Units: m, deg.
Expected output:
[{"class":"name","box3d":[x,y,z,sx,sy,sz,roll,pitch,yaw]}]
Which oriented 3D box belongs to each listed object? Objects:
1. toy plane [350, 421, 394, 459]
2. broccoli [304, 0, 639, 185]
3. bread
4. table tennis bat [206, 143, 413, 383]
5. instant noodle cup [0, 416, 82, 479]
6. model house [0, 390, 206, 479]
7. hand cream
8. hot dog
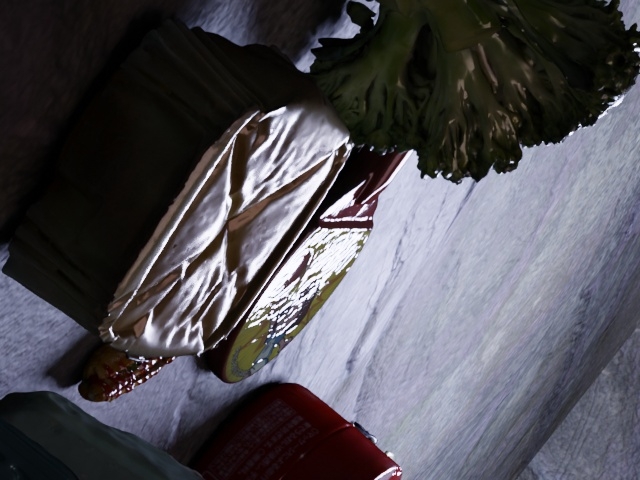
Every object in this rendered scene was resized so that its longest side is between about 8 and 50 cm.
[{"class":"toy plane","box3d":[0.041,0.264,2.308,0.092,0.108,0.286,-50,151,-6]},{"class":"broccoli","box3d":[0.105,-0.207,1.392,0.252,0.221,0.361,-12,152,-9]},{"class":"bread","box3d":[-0.092,-0.036,1.302,0.210,0.110,0.192,-58,157,13]},{"class":"table tennis bat","box3d":[0.000,0.000,1.764,0.310,0.038,0.200,-54,165,13]},{"class":"instant noodle cup","box3d":[-0.256,0.178,1.247,0.179,0.157,0.070,-51,-173,-7]},{"class":"model house","box3d":[-0.197,0.253,1.550,0.267,0.194,0.325,-57,177,3]},{"class":"hand cream","box3d":[-0.042,0.264,1.983,0.230,0.149,0.230,-48,165,-17]},{"class":"hot dog","box3d":[-0.134,0.083,1.549,0.144,0.038,0.062,-38,158,-41]}]
